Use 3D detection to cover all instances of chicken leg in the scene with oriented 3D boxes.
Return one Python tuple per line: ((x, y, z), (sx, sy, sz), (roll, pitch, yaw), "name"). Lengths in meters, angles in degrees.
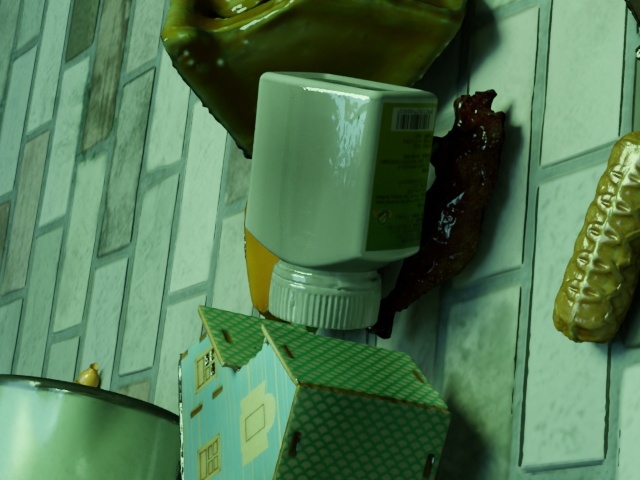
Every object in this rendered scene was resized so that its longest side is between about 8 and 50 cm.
((0.099, -0.018, 1.275), (0.089, 0.048, 0.219), (24, 96, 62), "chicken leg")

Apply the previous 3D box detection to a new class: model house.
((0.000, 0.159, 1.221), (0.206, 0.178, 0.271), (-46, 37, 48), "model house")
((0.009, -0.199, 1.386), (0.239, 0.173, 0.268), (-21, 28, 14), "model house")

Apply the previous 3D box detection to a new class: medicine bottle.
((0.011, -0.031, 1.252), (0.132, 0.088, 0.188), (15, 104, 39), "medicine bottle")

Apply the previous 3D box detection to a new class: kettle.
((-0.274, 0.342, 1.577), (0.361, 0.250, 0.376), (110, 171, -76), "kettle")

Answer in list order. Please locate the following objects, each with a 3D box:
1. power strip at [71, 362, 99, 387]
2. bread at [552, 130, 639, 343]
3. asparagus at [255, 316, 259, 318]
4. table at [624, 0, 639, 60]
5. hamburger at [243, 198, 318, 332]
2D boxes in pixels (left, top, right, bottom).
((-0.290, 0.217, 1.817), (0.178, 0.028, 0.049), (-65, 31, 14), "power strip")
((0.204, -0.002, 1.099), (0.052, 0.044, 0.157), (30, 103, 53), "bread")
((-0.034, 0.146, 1.441), (0.233, 0.023, 0.022), (-116, 6, -49), "asparagus")
((0.270, -0.201, 0.963), (0.172, 0.169, 0.193), (-51, 38, 33), "table")
((0.000, 0.000, 1.389), (0.137, 0.087, 0.165), (-32, 51, 47), "hamburger")
